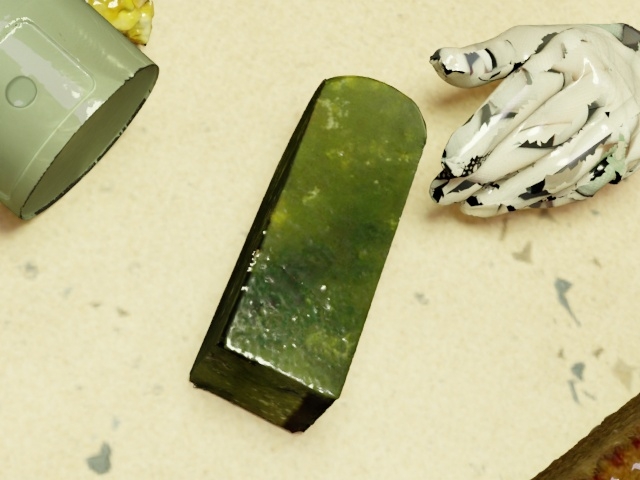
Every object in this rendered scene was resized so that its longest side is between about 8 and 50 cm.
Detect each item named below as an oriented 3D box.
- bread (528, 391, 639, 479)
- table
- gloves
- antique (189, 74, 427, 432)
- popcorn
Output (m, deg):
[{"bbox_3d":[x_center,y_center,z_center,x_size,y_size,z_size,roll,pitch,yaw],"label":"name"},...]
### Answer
[{"bbox_3d":[0.212,0.186,0.903,0.416,0.113,0.165,-33,81,-26],"label":"bread"},{"bbox_3d":[-0.217,-0.130,0.881,0.220,0.126,0.126,41,62,1],"label":"table"},{"bbox_3d":[0.154,-0.086,0.990,0.212,0.111,0.127,-34,112,-51],"label":"gloves"},{"bbox_3d":[0.000,0.000,0.928,0.081,0.080,0.221,26,61,-8],"label":"antique"},{"bbox_3d":[-0.137,-0.154,0.962,0.084,0.084,0.084,7,66,-16],"label":"popcorn"}]
